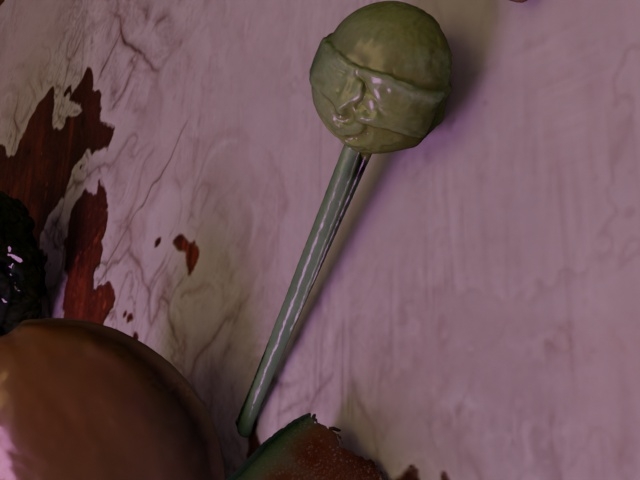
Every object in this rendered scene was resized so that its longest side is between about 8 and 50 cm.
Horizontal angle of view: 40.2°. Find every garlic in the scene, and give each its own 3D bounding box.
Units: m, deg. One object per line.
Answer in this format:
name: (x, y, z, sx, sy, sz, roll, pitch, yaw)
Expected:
garlic: (-0.173, 0.226, 0.634, 0.151, 0.196, 0.338, -23, 68, 60)

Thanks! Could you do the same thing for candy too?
candy: (0.000, 0.000, 0.603, 0.092, 0.093, 0.335, -56, -13, -69)

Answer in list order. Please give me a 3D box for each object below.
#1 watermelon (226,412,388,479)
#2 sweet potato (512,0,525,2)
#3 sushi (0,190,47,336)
watermelon: (-0.022, 0.217, 0.484, 0.128, 0.146, 0.231, -55, 45, 23)
sweet potato: (0.082, -0.267, 0.588, 0.067, 0.059, 0.281, -41, 50, 23)
sushi: (-0.455, 0.078, 0.933, 0.178, 0.294, 0.352, 42, 108, 51)
